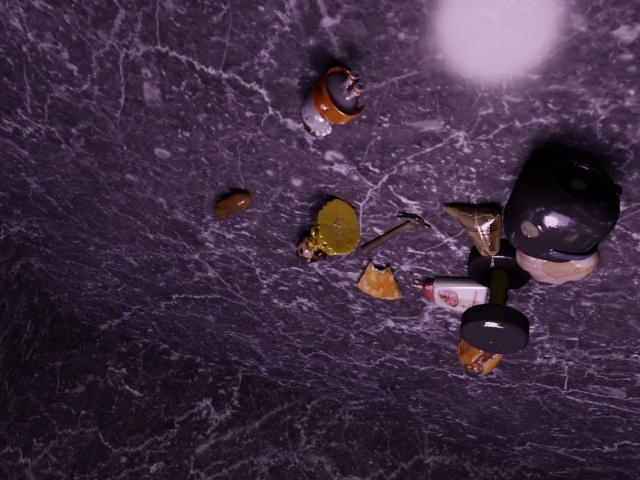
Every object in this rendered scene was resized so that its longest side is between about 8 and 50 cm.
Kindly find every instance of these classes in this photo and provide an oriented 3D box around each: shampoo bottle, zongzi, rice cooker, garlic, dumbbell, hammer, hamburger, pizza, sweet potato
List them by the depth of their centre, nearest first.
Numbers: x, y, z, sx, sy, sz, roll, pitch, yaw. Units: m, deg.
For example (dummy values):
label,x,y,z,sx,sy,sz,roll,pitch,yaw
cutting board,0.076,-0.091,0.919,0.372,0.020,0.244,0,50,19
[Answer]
label,x,y,z,sx,sy,sz,roll,pitch,yaw
rice cooker,0.622,-0.085,1.300,0.268,0.267,0.224,17,142,2
garlic,0.702,0.032,1.500,0.228,0.152,0.227,14,145,10
zongzi,0.471,-0.022,1.574,0.178,0.081,0.188,8,125,26
dumbbell,0.567,0.179,1.615,0.204,0.322,0.203,13,145,9
hammer,0.243,-0.015,1.757,0.125,0.026,0.297,32,144,-20
sweet potato,-0.335,-0.125,1.844,0.081,0.062,0.233,35,145,-25
shampoo bottle,0.472,0.187,1.881,0.285,0.071,0.153,9,127,16
pizza,0.226,0.157,1.991,0.181,0.034,0.262,4,143,19
hamburger,0.668,0.449,2.084,0.156,0.245,0.282,12,-171,1

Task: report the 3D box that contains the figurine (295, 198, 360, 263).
label,x,y,z,sx,sy,sz,roll,pitch,yaw
figurine,-0.004,0.000,1.784,0.315,0.168,0.187,-35,77,59

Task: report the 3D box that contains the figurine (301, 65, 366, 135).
label,x,y,z,sx,sy,sz,roll,pitch,yaw
figurine,0.027,-0.357,1.313,0.143,0.143,0.271,27,164,-12
